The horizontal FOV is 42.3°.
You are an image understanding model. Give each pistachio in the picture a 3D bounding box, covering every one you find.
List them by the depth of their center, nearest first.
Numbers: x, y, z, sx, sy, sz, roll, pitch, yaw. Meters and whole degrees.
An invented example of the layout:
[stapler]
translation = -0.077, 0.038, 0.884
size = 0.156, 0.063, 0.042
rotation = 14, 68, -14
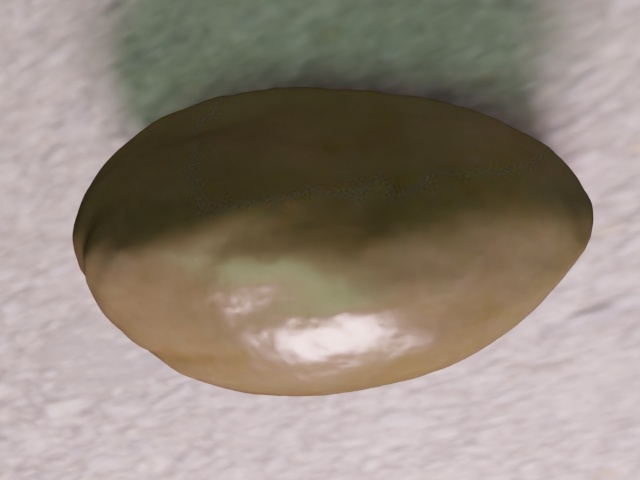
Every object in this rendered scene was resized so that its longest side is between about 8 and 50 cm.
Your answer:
[pistachio]
translation = 0.000, 0.000, 0.365
size = 0.225, 0.136, 0.136
rotation = -5, 113, 8
